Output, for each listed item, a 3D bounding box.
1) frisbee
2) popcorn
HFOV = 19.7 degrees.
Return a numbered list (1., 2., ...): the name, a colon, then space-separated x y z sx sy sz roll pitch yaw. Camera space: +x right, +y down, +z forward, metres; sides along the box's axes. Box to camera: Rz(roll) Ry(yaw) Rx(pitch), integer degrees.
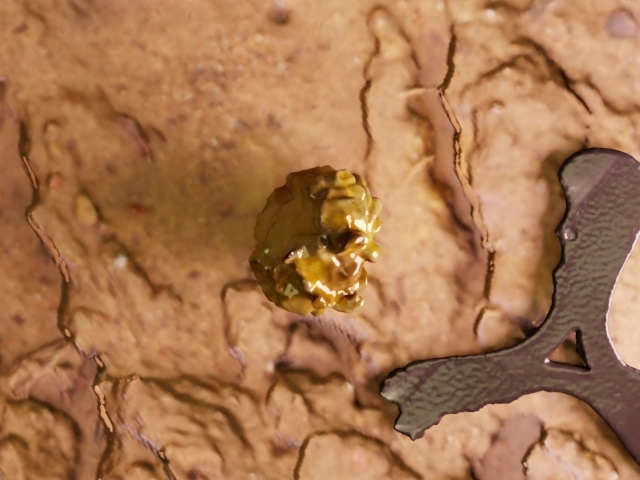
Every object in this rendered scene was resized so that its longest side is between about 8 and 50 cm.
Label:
1. frisbee: 0.123 0.062 1.030 0.187 0.012 0.211 -14 102 5
2. popcorn: 0.000 0.000 0.986 0.057 0.083 0.082 23 80 -31
